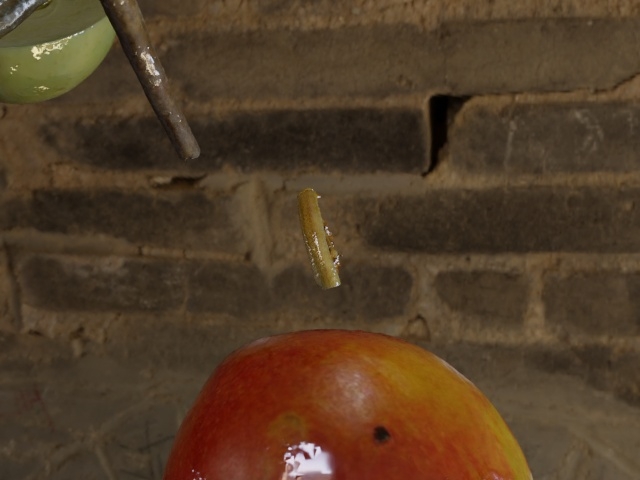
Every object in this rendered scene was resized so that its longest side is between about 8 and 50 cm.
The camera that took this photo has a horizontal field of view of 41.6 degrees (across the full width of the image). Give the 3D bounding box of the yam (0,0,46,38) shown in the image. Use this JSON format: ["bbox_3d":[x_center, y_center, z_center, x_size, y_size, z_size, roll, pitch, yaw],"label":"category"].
[{"bbox_3d":[-0.490,-0.424,1.428,0.061,0.274,0.061,36,-20,16],"label":"yam"}]

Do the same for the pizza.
[{"bbox_3d":[-0.002,-0.001,1.660,0.056,0.271,0.134,-24,-54,9],"label":"pizza"}]

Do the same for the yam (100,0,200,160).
[{"bbox_3d":[-0.230,-0.226,1.148,0.045,0.045,0.327,28,-25,28],"label":"yam"}]

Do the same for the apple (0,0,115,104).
[{"bbox_3d":[-0.578,-0.428,1.653,0.312,0.360,0.320,-27,-85,51],"label":"apple"}]

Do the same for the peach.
[{"bbox_3d":[0.015,0.265,0.823,0.388,0.388,0.388,9,-40,8],"label":"peach"}]
